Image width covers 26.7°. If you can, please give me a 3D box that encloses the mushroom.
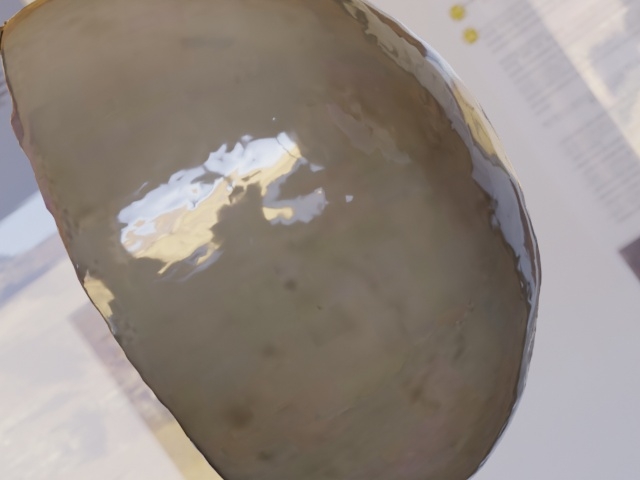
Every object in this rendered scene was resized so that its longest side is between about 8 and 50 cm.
[{"bbox_3d":[0.000,0.000,0.382,0.117,0.188,0.141,-18,30,19],"label":"mushroom"}]
